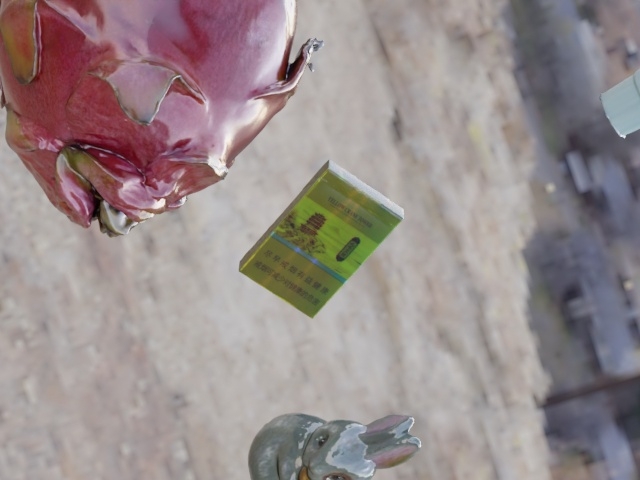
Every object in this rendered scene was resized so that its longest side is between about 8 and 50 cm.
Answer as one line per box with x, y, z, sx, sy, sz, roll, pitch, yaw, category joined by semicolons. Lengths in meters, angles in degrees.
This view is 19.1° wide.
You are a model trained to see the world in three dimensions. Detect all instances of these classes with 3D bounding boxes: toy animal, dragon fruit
0.004;0.243;2.170;0.108;0.236;0.138;-11;73;-35;toy animal
-0.126;-0.164;1.427;0.315;0.250;0.250;-50;122;-22;dragon fruit

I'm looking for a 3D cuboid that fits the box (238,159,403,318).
0.000;0.000;2.419;0.121;0.193;0.030;33;26;-18;box

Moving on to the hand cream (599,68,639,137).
0.423;-0.199;1.842;0.058;0.331;0.085;32;37;-44;hand cream
